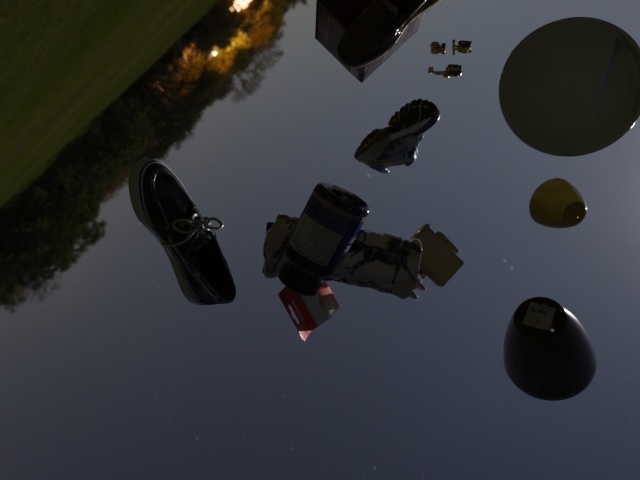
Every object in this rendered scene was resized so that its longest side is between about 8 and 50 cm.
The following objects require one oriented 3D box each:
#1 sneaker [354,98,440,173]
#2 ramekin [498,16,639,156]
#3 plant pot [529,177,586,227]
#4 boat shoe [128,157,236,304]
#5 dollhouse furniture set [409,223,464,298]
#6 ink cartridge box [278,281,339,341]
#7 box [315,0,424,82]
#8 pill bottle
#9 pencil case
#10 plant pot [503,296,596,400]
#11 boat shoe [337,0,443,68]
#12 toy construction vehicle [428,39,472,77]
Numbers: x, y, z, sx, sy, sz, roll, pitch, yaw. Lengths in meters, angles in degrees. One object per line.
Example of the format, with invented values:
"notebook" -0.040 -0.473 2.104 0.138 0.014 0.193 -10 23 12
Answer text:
"sneaker" 0.218 -0.263 1.376 0.283 0.122 0.110 -25 -144 53
"ramekin" 0.509 -0.305 1.091 0.273 0.272 0.127 -34 175 17
"plant pot" 0.626 -0.084 1.367 0.134 0.134 0.095 -39 -155 6
"boat shoe" -0.244 -0.011 0.976 0.105 0.306 0.113 -2 -157 39
"dollhouse furniture set" 0.310 0.050 1.650 0.212 0.161 0.242 -46 -175 -10
"ink cartridge box" -0.027 0.155 1.377 0.045 0.145 0.179 -23 -169 27
"box" 0.116 -0.516 1.216 0.203 0.167 0.168 -44 177 -6
"pill bottle" 0.000 0.000 1.090 0.219 0.123 0.123 -62 -161 16
"pencil case" 0.058 0.045 1.337 0.183 0.411 0.159 121 -23 -66
"plant pot" 0.524 0.231 1.238 0.215 0.230 0.215 -15 -130 18
"boat shoe" 0.127 -0.429 0.982 0.257 0.095 0.095 -40 170 17
"toy construction vehicle" 0.298 -0.421 1.229 0.098 0.085 0.035 18 -132 27
